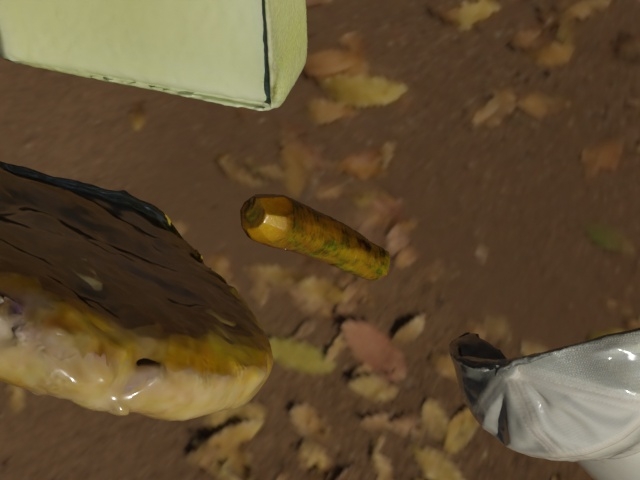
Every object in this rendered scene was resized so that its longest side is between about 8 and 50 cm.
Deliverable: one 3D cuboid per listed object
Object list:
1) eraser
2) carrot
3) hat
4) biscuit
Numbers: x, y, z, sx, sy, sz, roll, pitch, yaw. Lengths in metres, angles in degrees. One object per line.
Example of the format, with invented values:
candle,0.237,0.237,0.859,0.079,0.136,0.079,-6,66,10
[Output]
eraser,-0.096,-0.139,0.949,0.172,0.058,0.117,12,135,17
carrot,0.000,0.000,1.405,0.042,0.170,0.042,-14,67,34
hat,0.217,0.159,1.451,0.219,0.164,0.226,-9,110,41
biscuit,-0.242,0.032,1.525,0.429,0.446,0.104,17,105,-37
